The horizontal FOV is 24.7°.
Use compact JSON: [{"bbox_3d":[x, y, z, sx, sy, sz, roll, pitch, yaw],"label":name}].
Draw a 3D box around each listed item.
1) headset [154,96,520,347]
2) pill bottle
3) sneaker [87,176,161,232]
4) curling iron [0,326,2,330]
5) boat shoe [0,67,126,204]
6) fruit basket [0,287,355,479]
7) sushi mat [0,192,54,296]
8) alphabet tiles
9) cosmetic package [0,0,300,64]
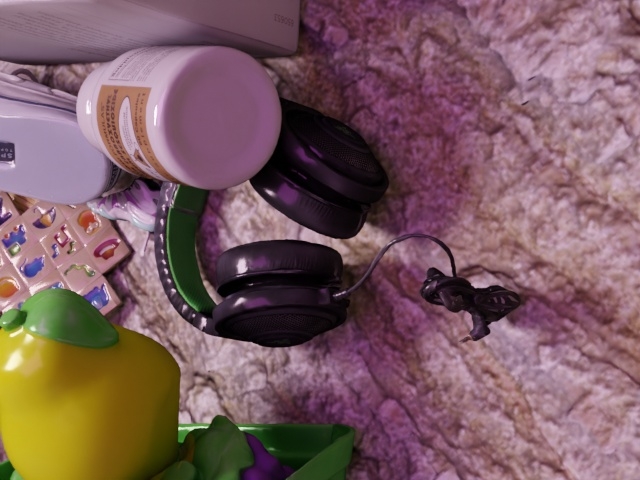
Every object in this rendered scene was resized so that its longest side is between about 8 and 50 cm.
[{"bbox_3d":[0.000,0.000,1.425,0.394,0.185,0.243,20,94,45],"label":"headset"},{"bbox_3d":[-0.146,-0.122,1.404,0.229,0.131,0.131,13,95,58],"label":"pill bottle"},{"bbox_3d":[-0.204,-0.052,1.583,0.098,0.038,0.069,17,95,21],"label":"sneaker"},{"bbox_3d":[-0.414,0.048,1.702,0.068,0.035,0.274,-31,72,27],"label":"curling iron"},{"bbox_3d":[-0.364,-0.139,1.618,0.367,0.156,0.136,11,112,17],"label":"boat shoe"},{"bbox_3d":[-0.182,0.202,1.409,0.392,0.283,0.392,8,106,28],"label":"fruit basket"},{"bbox_3d":[-0.447,-0.050,1.712,0.316,0.019,0.151,28,84,27],"label":"sushi mat"},{"bbox_3d":[-0.332,0.041,1.623,0.237,0.009,0.198,-38,71,3],"label":"alphabet tiles"},{"bbox_3d":[-0.257,-0.361,1.461,0.393,0.327,0.329,2,89,32],"label":"cosmetic package"}]
